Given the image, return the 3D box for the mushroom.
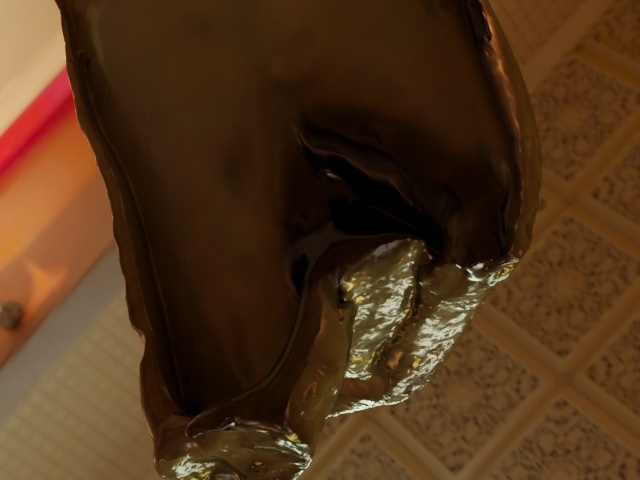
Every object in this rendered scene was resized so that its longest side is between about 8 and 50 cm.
[{"bbox_3d":[0.014,-0.031,0.706,0.217,0.212,0.292,-26,-128,21],"label":"mushroom"}]
